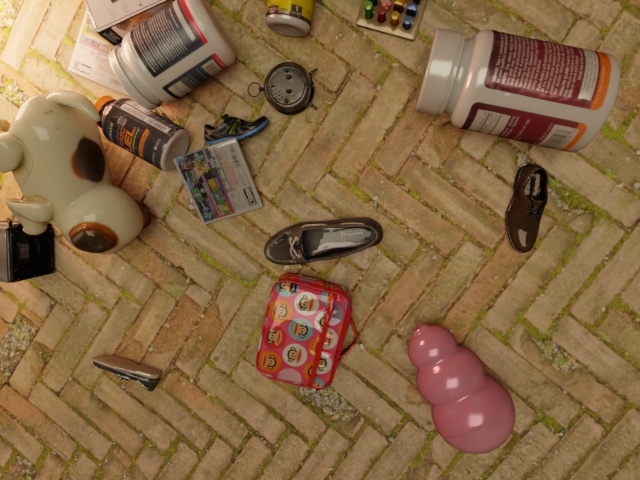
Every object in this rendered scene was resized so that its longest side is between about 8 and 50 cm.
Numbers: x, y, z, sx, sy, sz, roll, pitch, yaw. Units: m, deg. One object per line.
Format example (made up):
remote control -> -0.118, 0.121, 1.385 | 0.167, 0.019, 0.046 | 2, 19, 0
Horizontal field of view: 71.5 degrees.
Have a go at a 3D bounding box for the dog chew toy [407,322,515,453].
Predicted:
dog chew toy -> 0.344, 0.366, 1.146 | 0.206, 0.206, 0.332 | -33, 83, 9

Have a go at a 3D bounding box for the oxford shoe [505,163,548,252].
oxford shoe -> 0.522, -0.078, 1.119 | 0.082, 0.096, 0.227 | 2, 98, 5

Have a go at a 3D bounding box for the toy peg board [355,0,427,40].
toy peg board -> 0.186, -0.611, 1.111 | 0.160, 0.079, 0.161 | 18, 99, 5

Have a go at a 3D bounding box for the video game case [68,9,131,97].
video game case -> -0.582, -0.528, 1.246 | 0.212, 0.023, 0.193 | 23, 99, 5

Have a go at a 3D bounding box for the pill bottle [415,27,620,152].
pill bottle -> 0.435, -0.355, 1.035 | 0.392, 0.224, 0.224 | 14, 98, 5

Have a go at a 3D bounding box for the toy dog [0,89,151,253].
toy dog -> -0.634, -0.153, 1.177 | 0.395, 0.284, 0.408 | -25, 104, 17

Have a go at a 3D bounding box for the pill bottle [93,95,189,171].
pill bottle -> -0.492, -0.298, 1.206 | 0.245, 0.130, 0.130 | 29, 99, 4

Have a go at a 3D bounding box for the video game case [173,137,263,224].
video game case -> -0.277, -0.158, 1.218 | 0.183, 0.023, 0.201 | -16, 113, 8

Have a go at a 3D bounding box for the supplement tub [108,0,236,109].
supplement tub -> -0.374, -0.478, 1.139 | 0.272, 0.191, 0.191 | -29, 92, 9

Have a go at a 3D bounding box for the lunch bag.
lunch bag -> -0.028, 0.251, 1.219 | 0.258, 0.120, 0.293 | 14, 99, 2

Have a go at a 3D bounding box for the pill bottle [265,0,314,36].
pill bottle -> -0.068, -0.641, 1.120 | 0.117, 0.117, 0.215 | 10, 97, 6

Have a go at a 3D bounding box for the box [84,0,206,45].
box -> -0.469, -0.660, 1.169 | 0.289, 0.087, 0.169 | -23, 89, 4

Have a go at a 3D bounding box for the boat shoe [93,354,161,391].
boat shoe -> -0.581, 0.396, 1.321 | 0.206, 0.075, 0.065 | 16, 95, 1

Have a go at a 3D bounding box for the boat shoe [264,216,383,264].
boat shoe -> 0.000, 0.000, 1.192 | 0.335, 0.095, 0.112 | -11, 95, 8

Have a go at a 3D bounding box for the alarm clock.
alarm clock -> -0.103, -0.403, 1.182 | 0.192, 0.064, 0.129 | 1, 96, 10

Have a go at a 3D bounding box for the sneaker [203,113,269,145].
sneaker -> -0.231, -0.307, 1.203 | 0.188, 0.067, 0.078 | -11, 101, 11

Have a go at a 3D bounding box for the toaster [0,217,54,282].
toaster -> -0.860, 0.020, 1.267 | 0.110, 0.168, 0.186 | 3, 97, 8
